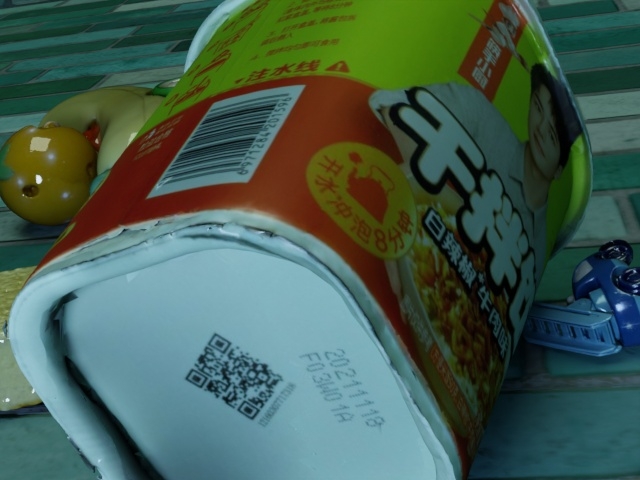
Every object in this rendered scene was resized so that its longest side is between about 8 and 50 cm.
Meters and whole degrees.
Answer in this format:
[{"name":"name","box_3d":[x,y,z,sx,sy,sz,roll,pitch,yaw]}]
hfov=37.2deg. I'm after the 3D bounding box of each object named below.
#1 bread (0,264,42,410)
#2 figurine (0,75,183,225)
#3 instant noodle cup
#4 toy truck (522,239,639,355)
[{"name":"bread","box_3d":[-0.212,0.069,0.708,0.188,0.068,0.125,-11,24,-4]},{"name":"figurine","box_3d":[-0.234,-0.086,1.004,0.222,0.124,0.324,-29,27,-30]},{"name":"instant noodle cup","box_3d":[0.000,0.000,0.554,0.294,0.294,0.308,1,33,22]},{"name":"toy truck","box_3d":[0.177,0.046,0.637,0.090,0.056,0.073,-20,27,6]}]
